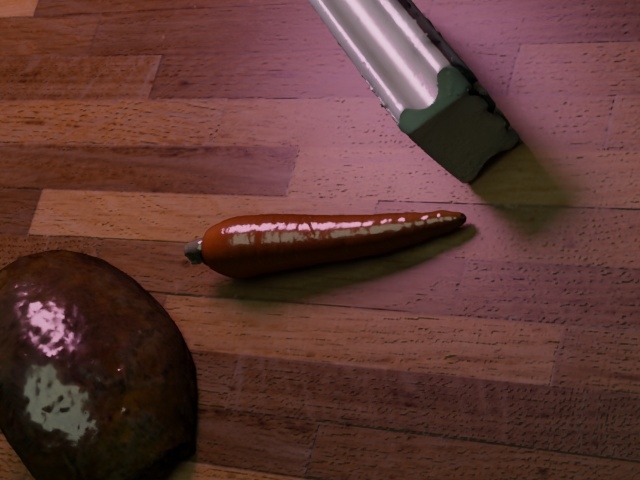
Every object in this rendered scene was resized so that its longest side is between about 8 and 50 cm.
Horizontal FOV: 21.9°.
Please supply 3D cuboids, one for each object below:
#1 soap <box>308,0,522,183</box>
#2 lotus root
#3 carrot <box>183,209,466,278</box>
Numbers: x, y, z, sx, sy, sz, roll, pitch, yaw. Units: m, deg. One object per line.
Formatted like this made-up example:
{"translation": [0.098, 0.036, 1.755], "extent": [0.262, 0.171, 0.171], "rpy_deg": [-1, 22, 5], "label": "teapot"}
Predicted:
{"translation": [0.090, -0.189, 1.742], "extent": [0.094, 0.150, 0.261], "rpy_deg": [-39, 50, 7], "label": "soap"}
{"translation": [-0.270, 0.136, 1.822], "extent": [0.210, 0.142, 0.314], "rpy_deg": [-46, 52, 4], "label": "lotus root"}
{"translation": [0.000, 0.000, 1.770], "extent": [0.336, 0.069, 0.069], "rpy_deg": [-5, 64, 25], "label": "carrot"}
